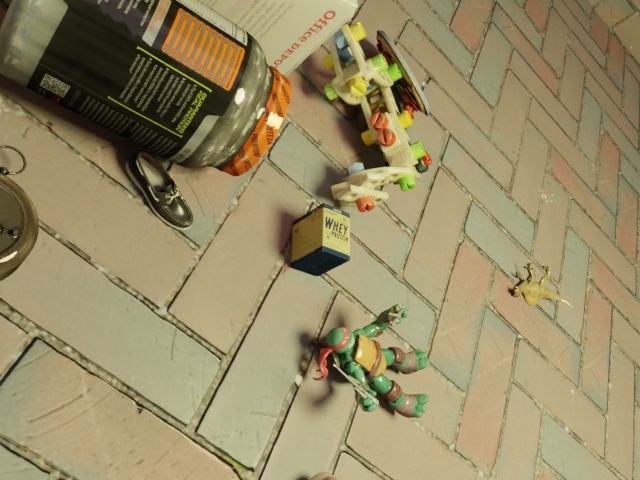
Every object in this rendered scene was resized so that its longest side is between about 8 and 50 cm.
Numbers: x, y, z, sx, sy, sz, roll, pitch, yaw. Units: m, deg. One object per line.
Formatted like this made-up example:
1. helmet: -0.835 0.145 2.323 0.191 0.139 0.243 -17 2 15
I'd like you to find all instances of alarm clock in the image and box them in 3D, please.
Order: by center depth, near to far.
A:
1. alarm clock: -0.377 -0.033 0.671 0.129 0.064 0.192 29 51 -27

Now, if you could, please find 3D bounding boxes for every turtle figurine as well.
1. turtle figurine: 0.083 0.178 0.925 0.234 0.118 0.175 40 62 -40

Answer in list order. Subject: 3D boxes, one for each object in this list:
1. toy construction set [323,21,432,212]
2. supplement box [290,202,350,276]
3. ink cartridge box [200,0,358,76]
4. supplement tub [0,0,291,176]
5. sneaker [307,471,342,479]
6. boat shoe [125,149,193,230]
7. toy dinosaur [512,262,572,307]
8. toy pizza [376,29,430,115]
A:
1. toy construction set: 0.099 -0.205 1.095 0.215 0.151 0.327 23 61 -61
2. supplement box: 0.000 0.000 0.959 0.056 0.083 0.083 21 56 -33
3. ink cartridge box: -0.132 -0.395 0.935 0.306 0.226 0.131 9 66 -39
4. supplement tub: -0.219 -0.230 0.795 0.338 0.207 0.207 28 54 -29
5. sneaker: -0.009 0.373 0.807 0.051 0.070 0.134 34 81 -35
6. boat shoe: -0.217 -0.070 0.838 0.125 0.038 0.046 55 46 -6
7. toy dinosaur: 0.486 0.103 1.363 0.183 0.053 0.092 11 78 -29
8. toy pizza: 0.161 -0.336 1.240 0.201 0.032 0.201 56 10 -15
